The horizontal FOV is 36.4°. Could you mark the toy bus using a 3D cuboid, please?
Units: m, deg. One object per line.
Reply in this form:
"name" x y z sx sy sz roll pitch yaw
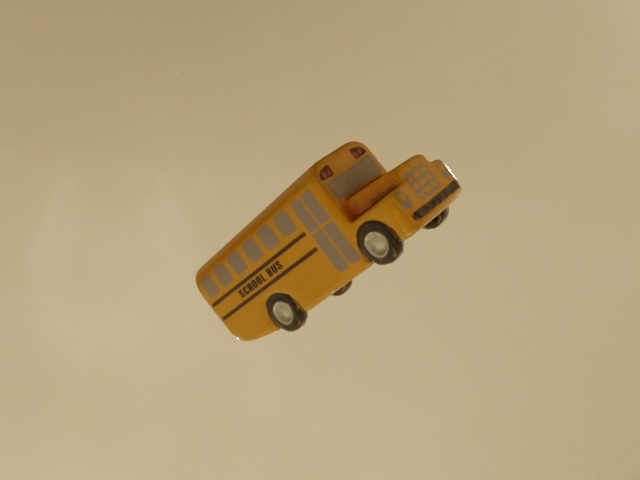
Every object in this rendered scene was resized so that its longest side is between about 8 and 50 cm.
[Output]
"toy bus" 0.000 0.000 1.082 0.130 0.332 0.108 53 -135 2
